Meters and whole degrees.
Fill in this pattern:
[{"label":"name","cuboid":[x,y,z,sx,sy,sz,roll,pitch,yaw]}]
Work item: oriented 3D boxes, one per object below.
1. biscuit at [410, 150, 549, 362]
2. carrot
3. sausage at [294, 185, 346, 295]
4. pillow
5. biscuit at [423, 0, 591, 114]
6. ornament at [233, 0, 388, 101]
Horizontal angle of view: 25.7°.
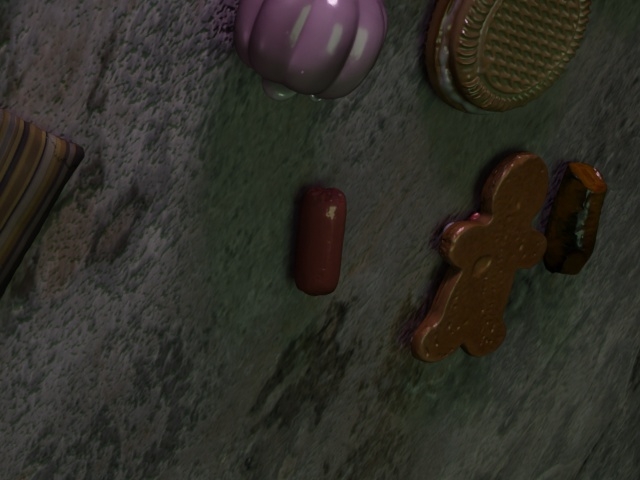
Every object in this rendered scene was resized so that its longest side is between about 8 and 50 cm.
[{"label":"biscuit","cuboid":[0.247,0.023,2.096,0.216,0.047,0.339,-2,115,-42]},{"label":"carrot","cuboid":[0.390,-0.031,2.155,0.082,0.082,0.173,-9,125,-36]},{"label":"sausage","cuboid":[0.000,0.000,1.861,0.062,0.062,0.154,-14,124,-33]},{"label":"pillow","cuboid":[-0.381,-0.049,1.519,0.212,0.052,0.208,28,94,-48]},{"label":"biscuit","cuboid":[0.253,-0.284,1.880,0.259,0.079,0.259,-20,127,-29]},{"label":"ornament","cuboid":[-0.014,-0.238,1.622,0.177,0.177,0.177,-21,128,-29]}]
